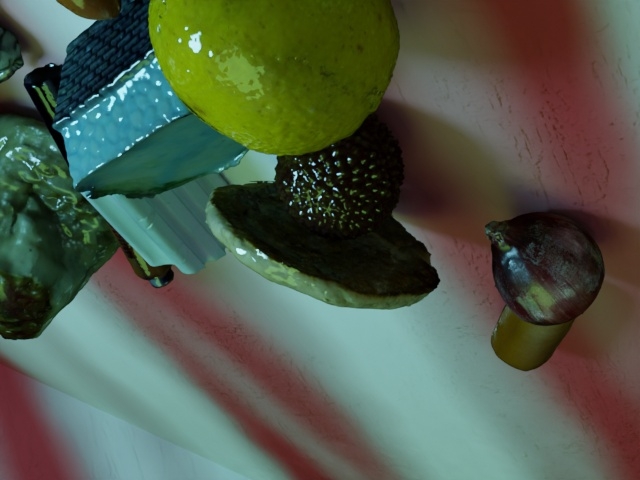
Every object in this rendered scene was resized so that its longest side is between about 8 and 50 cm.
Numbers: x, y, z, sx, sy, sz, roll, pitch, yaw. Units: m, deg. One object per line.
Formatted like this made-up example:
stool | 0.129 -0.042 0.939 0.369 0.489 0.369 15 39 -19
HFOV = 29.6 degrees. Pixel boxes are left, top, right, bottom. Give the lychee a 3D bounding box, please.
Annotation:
lychee | 0.029 -0.095 1.634 0.188 0.188 0.188 18 154 9

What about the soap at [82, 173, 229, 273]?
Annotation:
soap | -0.243 -0.069 1.892 0.095 0.172 0.289 7 151 31

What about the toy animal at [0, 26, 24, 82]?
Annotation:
toy animal | -0.537 -0.317 1.742 0.170 0.089 0.255 8 154 20

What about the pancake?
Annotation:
pancake | 0.001 -0.002 1.724 0.356 0.356 0.065 22 116 0

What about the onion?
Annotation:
onion | 0.299 0.027 1.680 0.195 0.159 0.159 39 150 -26

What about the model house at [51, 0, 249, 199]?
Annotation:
model house | -0.212 -0.206 1.555 0.261 0.241 0.226 -28 169 36

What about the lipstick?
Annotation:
lipstick | -0.339 -0.093 1.915 0.077 0.077 0.418 1 131 36

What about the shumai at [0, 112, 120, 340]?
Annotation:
shumai | -0.508 -0.002 2.057 0.324 0.323 0.397 27 153 -15

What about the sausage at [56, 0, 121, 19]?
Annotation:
sausage | -0.311 -0.341 1.475 0.179 0.089 0.089 45 158 13

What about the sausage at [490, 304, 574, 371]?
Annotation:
sausage | 0.336 0.130 1.914 0.105 0.105 0.274 19 154 6

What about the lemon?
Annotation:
lemon | -0.052 -0.231 1.328 0.258 0.257 0.310 -4 157 42
